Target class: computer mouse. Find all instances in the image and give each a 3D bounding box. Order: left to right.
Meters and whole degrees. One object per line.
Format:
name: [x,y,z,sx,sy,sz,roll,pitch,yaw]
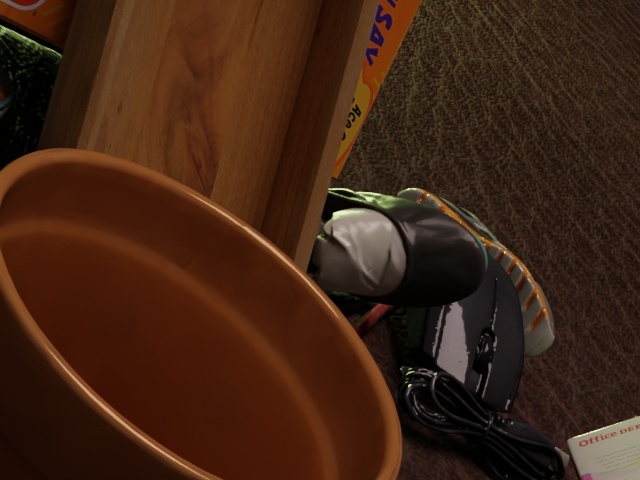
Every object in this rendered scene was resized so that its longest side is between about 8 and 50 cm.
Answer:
computer mouse: [0.143,0.084,1.698,0.188,0.072,0.272,32,30,-28]

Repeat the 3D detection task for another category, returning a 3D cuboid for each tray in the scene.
tray: [-0.084,-0.100,1.339,0.202,0.411,0.076,17,-2,-33]

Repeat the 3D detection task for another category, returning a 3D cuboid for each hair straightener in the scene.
hair straightener: [0.020,0.044,1.662,0.089,0.047,0.230,43,24,6]

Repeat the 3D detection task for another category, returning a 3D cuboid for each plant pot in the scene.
plant pot: [-0.124,0.116,1.129,0.291,0.203,0.291,31,25,-17]

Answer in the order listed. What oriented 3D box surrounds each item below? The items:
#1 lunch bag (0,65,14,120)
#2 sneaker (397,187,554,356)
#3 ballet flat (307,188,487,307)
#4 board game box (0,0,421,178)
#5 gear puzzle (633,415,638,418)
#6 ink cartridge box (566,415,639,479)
lunch bag: [-0.371,-0.133,1.327,0.279,0.108,0.224,38,25,-4]
sneaker: [0.159,0.027,1.858,0.215,0.084,0.083,50,20,23]
ballet flat: [0.000,0.000,1.582,0.280,0.095,0.096,17,21,30]
board game box: [-0.128,-0.310,1.541,0.356,0.356,0.356,25,1,-32]
gear puzzle: [0.345,0.268,1.758,0.175,0.044,0.339,20,25,-18]
ink cartridge box: [0.276,0.223,1.627,0.143,0.092,0.090,-102,173,-55]
